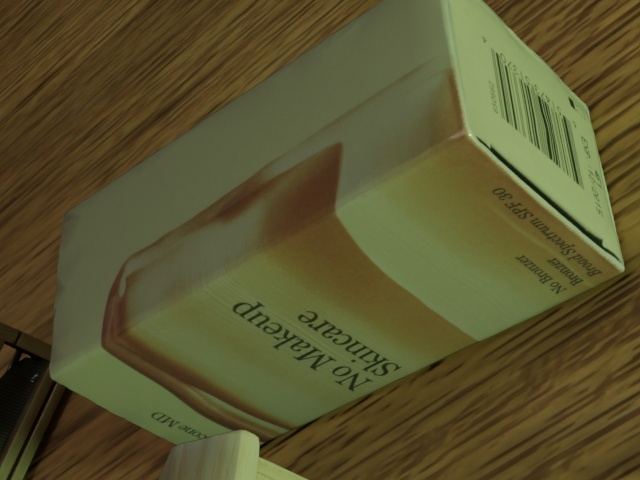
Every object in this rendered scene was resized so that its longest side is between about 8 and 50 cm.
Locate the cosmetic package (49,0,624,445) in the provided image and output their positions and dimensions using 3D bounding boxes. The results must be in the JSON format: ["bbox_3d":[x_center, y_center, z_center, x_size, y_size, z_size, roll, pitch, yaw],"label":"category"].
[{"bbox_3d":[0.000,0.000,0.718,0.296,0.153,0.129,-30,44,31],"label":"cosmetic package"}]

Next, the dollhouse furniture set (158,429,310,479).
[{"bbox_3d":[-0.090,0.257,0.593,0.303,0.198,0.286,-20,50,37],"label":"dollhouse furniture set"}]

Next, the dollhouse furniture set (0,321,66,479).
[{"bbox_3d":[-0.304,0.113,0.976,0.183,0.129,0.129,9,71,49],"label":"dollhouse furniture set"}]
